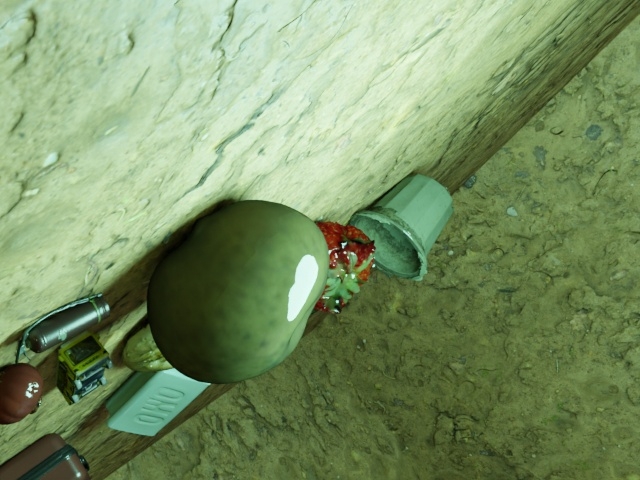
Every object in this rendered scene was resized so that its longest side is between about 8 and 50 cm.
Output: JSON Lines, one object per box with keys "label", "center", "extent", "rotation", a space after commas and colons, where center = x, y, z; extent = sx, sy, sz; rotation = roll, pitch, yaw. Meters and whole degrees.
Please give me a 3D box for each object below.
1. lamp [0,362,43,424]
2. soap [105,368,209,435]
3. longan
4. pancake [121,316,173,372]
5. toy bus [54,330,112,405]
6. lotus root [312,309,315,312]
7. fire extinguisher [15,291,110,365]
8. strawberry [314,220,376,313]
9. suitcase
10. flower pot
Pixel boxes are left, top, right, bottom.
{"label": "lamp", "center": [-0.487, 0.243, 1.134], "extent": [0.101, 0.090, 0.101], "rotation": [-35, -149, 24]}
{"label": "soap", "center": [-0.434, 0.406, 1.901], "extent": [0.160, 0.087, 0.265], "rotation": [26, 121, -38]}
{"label": "longan", "center": [-0.139, 0.088, 1.248], "extent": [0.350, 0.288, 0.288], "rotation": [-51, 169, 5]}
{"label": "pancake", "center": [-0.273, 0.195, 1.626], "extent": [0.382, 0.071, 0.382], "rotation": [-26, 163, -8]}
{"label": "toy bus", "center": [-0.448, 0.246, 1.348], "extent": [0.081, 0.074, 0.226], "rotation": [-33, 169, -31]}
{"label": "lotus root", "center": [-0.046, 0.156, 2.228], "extent": [0.275, 0.152, 0.160], "rotation": [-31, 170, -32]}
{"label": "fire extinguisher", "center": [-0.399, 0.132, 1.099], "extent": [0.158, 0.043, 0.064], "rotation": [-31, 137, -45]}
{"label": "strawberry", "center": [0.000, 0.056, 1.844], "extent": [0.261, 0.258, 0.261], "rotation": [-32, 142, -29]}
{"label": "suitcase", "center": [-0.712, 0.622, 1.821], "extent": [0.236, 0.161, 0.297], "rotation": [-36, 169, -25]}
{"label": "flower pot", "center": [0.262, -0.056, 2.198], "extent": [0.259, 0.290, 0.290], "rotation": [-51, 176, -25]}
